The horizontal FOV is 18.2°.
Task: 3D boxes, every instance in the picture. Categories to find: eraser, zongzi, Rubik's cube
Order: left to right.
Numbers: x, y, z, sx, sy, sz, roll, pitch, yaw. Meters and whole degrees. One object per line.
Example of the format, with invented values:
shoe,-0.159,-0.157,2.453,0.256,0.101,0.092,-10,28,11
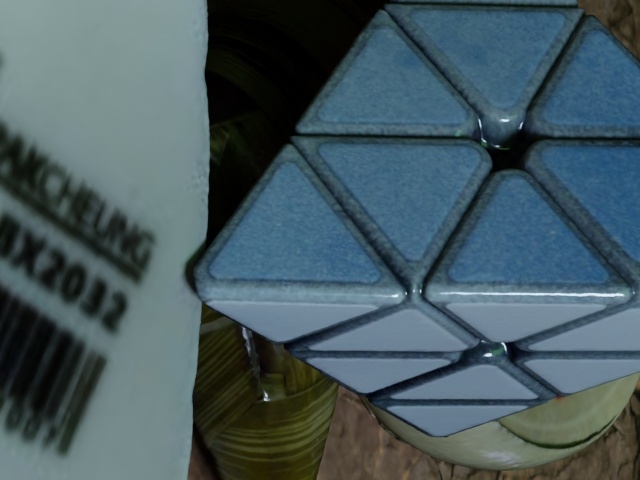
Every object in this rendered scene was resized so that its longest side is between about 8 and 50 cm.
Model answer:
eraser,-0.201,-0.005,0.853,0.331,0.150,0.331,-6,98,-44
zongzi,0.000,0.000,1.126,0.286,0.134,0.288,-41,121,-42
Rubik's cube,0.084,-0.008,1.018,0.228,0.233,0.229,-43,105,6

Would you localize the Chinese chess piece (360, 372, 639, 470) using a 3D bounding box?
Chinese chess piece,0.110,0.021,1.265,0.249,0.103,0.250,7,81,-46
